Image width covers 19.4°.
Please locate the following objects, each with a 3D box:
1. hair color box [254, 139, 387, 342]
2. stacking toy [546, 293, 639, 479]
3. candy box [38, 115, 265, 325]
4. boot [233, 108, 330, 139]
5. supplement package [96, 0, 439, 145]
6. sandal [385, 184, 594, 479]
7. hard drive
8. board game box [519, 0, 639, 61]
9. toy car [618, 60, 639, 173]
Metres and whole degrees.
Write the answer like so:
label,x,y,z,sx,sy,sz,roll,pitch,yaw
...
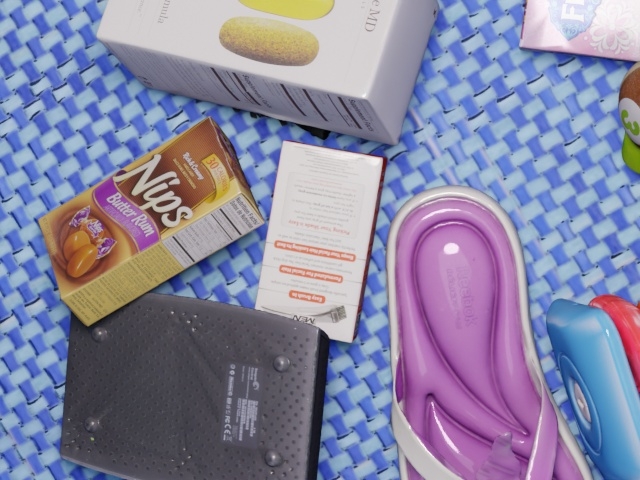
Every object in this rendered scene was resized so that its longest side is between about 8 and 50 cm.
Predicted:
label,x,y,z,sx,sy,sz,roll,pitch,yaw
hair color box,0.000,0.000,1.672,0.093,0.053,0.167,11,94,7
stacking toy,0.360,0.090,1.606,0.302,0.175,0.166,-19,95,-7
candy box,-0.152,-0.018,1.661,0.186,0.053,0.109,-30,46,5
boot,-0.021,-0.156,1.672,0.099,0.045,0.121,24,94,10
supplement package,-0.040,-0.186,1.590,0.244,0.134,0.139,14,80,17
sandal,0.136,0.160,1.642,0.169,0.102,0.416,-16,92,7
hard drive,-0.110,0.134,1.656,0.254,0.054,0.172,7,94,27
board game box,0.347,-0.301,1.609,0.318,0.066,0.319,7,94,6
toy car,0.315,-0.064,1.541,0.149,0.155,0.188,7,51,6
